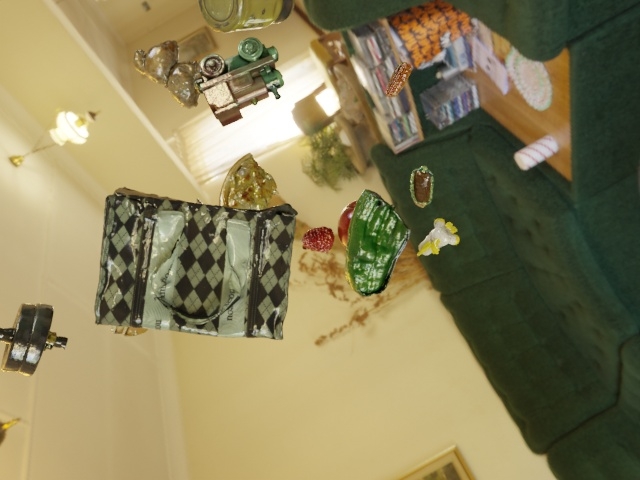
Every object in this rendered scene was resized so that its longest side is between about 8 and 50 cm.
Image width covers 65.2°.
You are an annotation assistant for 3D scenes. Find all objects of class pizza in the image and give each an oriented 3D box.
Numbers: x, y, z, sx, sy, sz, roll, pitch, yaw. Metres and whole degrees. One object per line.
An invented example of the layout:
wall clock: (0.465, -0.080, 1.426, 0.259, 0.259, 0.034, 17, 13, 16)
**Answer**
pizza: (-0.275, -0.200, 1.985, 0.223, 0.323, 0.089, 27, 150, -14)

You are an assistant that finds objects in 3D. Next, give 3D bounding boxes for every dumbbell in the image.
dumbbell: (-0.819, 0.219, 1.202, 0.388, 0.185, 0.185, 18, -153, -31)

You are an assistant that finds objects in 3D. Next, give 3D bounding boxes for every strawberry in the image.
strawberry: (0.000, 0.000, 2.244, 0.188, 0.082, 0.121, -14, -87, -50)

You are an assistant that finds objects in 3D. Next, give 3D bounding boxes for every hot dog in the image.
hot dog: (0.296, -0.614, 1.913, 0.062, 0.144, 0.038, 33, -168, 13)

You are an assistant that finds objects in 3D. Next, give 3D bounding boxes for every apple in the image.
apple: (0.196, -0.064, 2.226, 0.260, 0.260, 0.216, -115, 13, -65)

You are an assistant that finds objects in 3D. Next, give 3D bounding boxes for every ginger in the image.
ginger: (-0.641, -0.748, 2.215, 0.375, 0.256, 0.176, 24, -164, -7)

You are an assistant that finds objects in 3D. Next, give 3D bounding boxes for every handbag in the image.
handbag: (-0.261, 0.044, 1.114, 0.180, 0.416, 0.316, -124, 44, -73)

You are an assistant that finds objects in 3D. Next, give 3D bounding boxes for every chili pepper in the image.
chili pepper: (0.187, 0.008, 1.785, 0.167, 0.213, 0.385, -135, 50, -60)

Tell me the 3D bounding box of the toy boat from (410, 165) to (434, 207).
toy boat: (0.458, -0.221, 2.263, 0.293, 0.108, 0.099, -78, -2, -47)

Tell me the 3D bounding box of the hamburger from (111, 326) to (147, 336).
hamburger: (-0.655, 0.219, 1.807, 0.131, 0.124, 0.262, 31, -113, -48)

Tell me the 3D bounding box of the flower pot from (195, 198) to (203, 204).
flower pot: (-0.471, -0.034, 1.982, 0.235, 0.148, 0.235, 50, 170, 13)

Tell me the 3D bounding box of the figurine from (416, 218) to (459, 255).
figurine: (0.398, 0.001, 1.749, 0.109, 0.129, 0.178, 44, 163, -2)

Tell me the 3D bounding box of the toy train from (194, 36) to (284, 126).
toy train: (-0.263, -0.535, 1.683, 0.150, 0.304, 0.221, 76, 169, -78)

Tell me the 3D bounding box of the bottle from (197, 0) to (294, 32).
bottle: (-0.211, -0.757, 1.587, 0.171, 0.171, 0.351, 60, -142, -5)
